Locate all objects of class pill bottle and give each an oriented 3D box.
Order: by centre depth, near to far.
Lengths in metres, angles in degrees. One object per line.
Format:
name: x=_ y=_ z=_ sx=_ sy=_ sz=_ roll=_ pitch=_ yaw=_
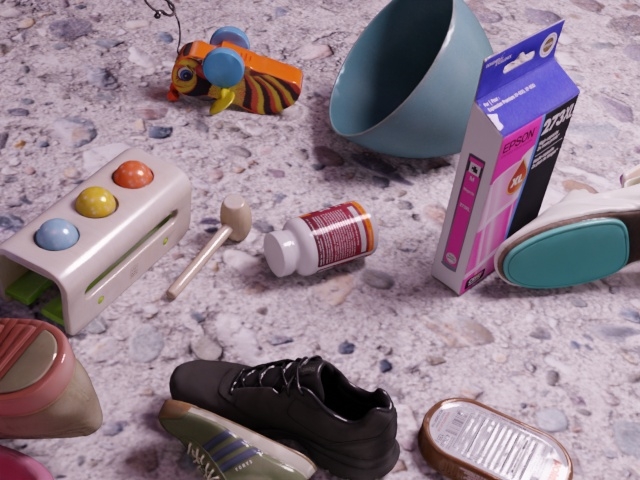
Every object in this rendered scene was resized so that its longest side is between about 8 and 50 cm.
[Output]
pill bottle: x=0.000 y=0.000 z=1.400 sx=0.152 sy=0.086 sz=0.086 roll=-17 pitch=46 yaw=-26

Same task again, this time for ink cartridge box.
ink cartridge box: x=0.256 y=-0.105 z=1.339 sx=0.176 sy=0.371 sz=0.069 roll=-31 pitch=52 yaw=-34

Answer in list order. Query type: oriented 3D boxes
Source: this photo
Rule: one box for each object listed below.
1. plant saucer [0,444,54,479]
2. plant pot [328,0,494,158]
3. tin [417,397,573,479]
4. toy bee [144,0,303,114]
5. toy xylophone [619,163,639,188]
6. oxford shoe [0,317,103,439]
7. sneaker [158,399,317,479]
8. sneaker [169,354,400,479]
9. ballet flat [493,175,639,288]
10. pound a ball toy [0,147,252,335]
plant saucer: x=-0.428 y=0.259 z=0.939 sx=0.332 sy=0.084 sz=0.332 roll=9 pitch=3 yaw=0
plant pot: x=0.180 y=-0.249 z=1.609 sx=0.195 sy=0.290 sz=0.290 roll=30 pitch=31 yaw=-28
tin: x=0.208 y=0.254 z=1.172 sx=0.190 sy=0.040 sz=0.106 roll=23 pitch=47 yaw=18
toy bee: x=-0.187 y=-0.297 z=1.699 sx=0.298 sy=0.162 sz=0.195 roll=40 pitch=36 yaw=0
toy xylophone: x=0.624 y=-0.026 z=1.519 sx=0.323 sy=0.081 sz=0.236 roll=34 pitch=47 yaw=28
oxford shoe: x=-0.431 y=0.168 z=1.125 sx=0.397 sy=0.146 sz=0.140 roll=6 pitch=51 yaw=27
sneaker: x=-0.107 y=0.252 z=1.096 sx=0.192 sy=0.064 sz=0.086 roll=22 pitch=63 yaw=9
sneaker: x=-0.040 y=0.181 z=1.151 sx=0.286 sy=0.130 sz=0.109 roll=12 pitch=43 yaw=9
ballet flat: x=0.437 y=-0.032 z=1.421 sx=0.400 sy=0.139 sz=0.139 roll=-15 pitch=42 yaw=3
pound a ball toy: x=-0.258 y=-0.013 z=1.342 sx=0.208 sy=0.136 sz=0.319 roll=24 pitch=44 yaw=19
